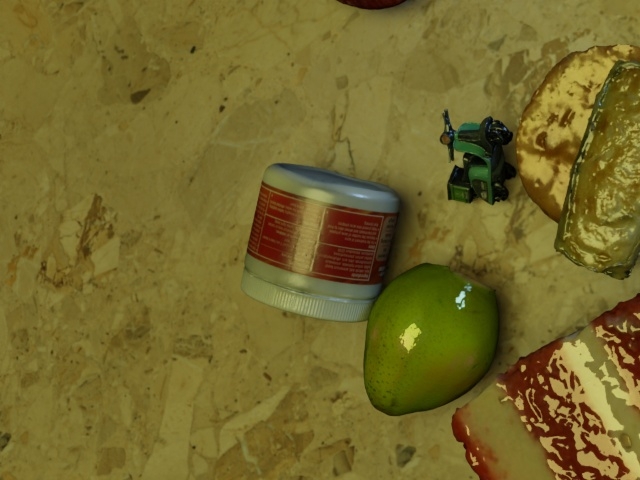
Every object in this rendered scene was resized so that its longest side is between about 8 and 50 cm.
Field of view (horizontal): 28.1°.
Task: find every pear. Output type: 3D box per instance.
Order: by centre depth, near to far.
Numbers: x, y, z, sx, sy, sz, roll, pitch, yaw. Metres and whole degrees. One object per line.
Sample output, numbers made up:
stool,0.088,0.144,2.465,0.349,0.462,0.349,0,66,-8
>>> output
pear,0.147,0.145,1.777,0.187,0.187,0.220,23,88,21

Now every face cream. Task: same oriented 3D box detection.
face cream,0.000,0.000,1.827,0.201,0.201,0.187,16,99,22

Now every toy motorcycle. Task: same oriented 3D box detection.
toy motorcycle,0.216,-0.112,1.755,0.100,0.173,0.058,13,58,18

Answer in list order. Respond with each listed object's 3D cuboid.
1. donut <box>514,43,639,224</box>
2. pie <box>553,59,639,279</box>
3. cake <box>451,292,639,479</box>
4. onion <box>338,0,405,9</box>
donut,0.405,-0.120,1.695,0.277,0.108,0.278,1,93,23
pie,0.384,-0.094,1.611,0.128,0.068,0.283,20,97,20
cake,0.372,0.238,1.637,0.319,0.270,0.269,-33,79,22
onion,0.063,-0.449,1.814,0.248,0.161,0.248,12,108,41
